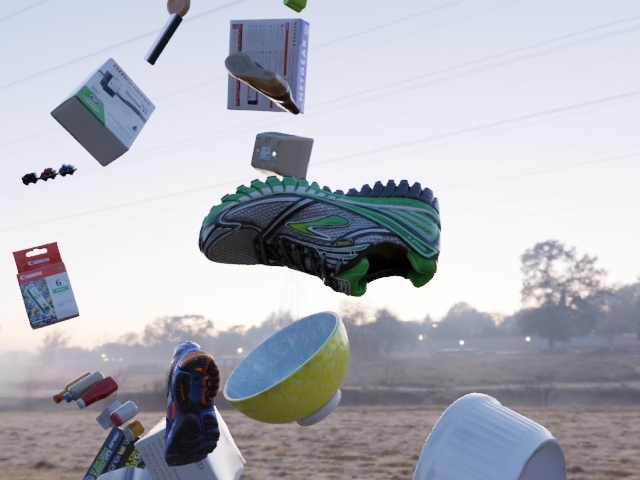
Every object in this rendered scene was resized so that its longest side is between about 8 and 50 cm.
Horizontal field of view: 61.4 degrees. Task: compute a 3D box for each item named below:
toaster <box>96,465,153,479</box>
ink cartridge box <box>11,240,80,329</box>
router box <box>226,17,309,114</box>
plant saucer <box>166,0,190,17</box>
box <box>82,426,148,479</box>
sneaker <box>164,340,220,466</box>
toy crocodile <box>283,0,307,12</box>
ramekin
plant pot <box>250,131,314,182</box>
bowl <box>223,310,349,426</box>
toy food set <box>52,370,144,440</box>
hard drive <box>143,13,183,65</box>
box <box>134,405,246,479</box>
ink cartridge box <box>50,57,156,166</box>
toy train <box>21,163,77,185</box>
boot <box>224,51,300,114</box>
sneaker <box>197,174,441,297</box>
[{"bbox_3d":[-0.495,0.684,1.426,0.185,0.110,0.168,-27,-47,29],"label":"toaster"},{"bbox_3d":[-0.379,0.058,0.742,0.062,0.115,0.029,-17,-9,-25],"label":"ink cartridge box"},{"bbox_3d":[-0.202,-0.651,2.033,0.300,0.336,0.082,9,11,22],"label":"router box"},{"bbox_3d":[-0.424,-0.705,1.605,0.083,0.084,0.013,-6,-1,23],"label":"plant saucer"},{"bbox_3d":[-0.645,0.745,1.702,0.060,0.270,0.216,15,-26,26],"label":"box"},{"bbox_3d":[-0.197,0.249,0.822,0.083,0.221,0.087,3,22,-27],"label":"sneaker"},{"bbox_3d":[-0.047,-0.821,1.514,0.105,0.341,0.115,20,13,41],"label":"toy crocodile"},{"bbox_3d":[0.256,0.374,0.787,0.127,0.273,0.272,5,-6,45],"label":"ramekin"},{"bbox_3d":[-0.093,-0.190,1.200,0.108,0.109,0.096,16,7,31],"label":"plant pot"},{"bbox_3d":[-0.044,0.298,1.152,0.289,0.156,0.289,-31,12,7],"label":"bowl"},{"bbox_3d":[-0.547,0.412,1.327,0.104,0.232,0.111,-32,-27,-46],"label":"toy food set"},{"bbox_3d":[-0.388,-0.493,1.326,0.022,0.135,0.094,31,5,-30],"label":"hard drive"},{"bbox_3d":[-0.258,0.438,1.101,0.119,0.181,0.182,-30,-3,1],"label":"box"},{"bbox_3d":[-0.469,-0.287,1.190,0.086,0.209,0.153,-26,-56,22],"label":"ink cartridge box"},{"bbox_3d":[-0.791,-0.195,1.572,0.158,0.027,0.036,-14,-56,-5],"label":"toy train"},{"bbox_3d":[-0.194,-0.516,1.808,0.248,0.090,0.207,31,-7,27],"label":"boot"},{"bbox_3d":[0.000,0.000,0.740,0.343,0.147,0.134,-2,-35,2],"label":"sneaker"}]
